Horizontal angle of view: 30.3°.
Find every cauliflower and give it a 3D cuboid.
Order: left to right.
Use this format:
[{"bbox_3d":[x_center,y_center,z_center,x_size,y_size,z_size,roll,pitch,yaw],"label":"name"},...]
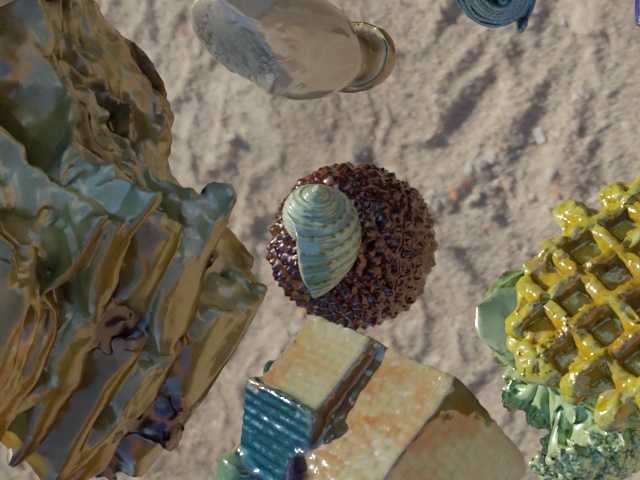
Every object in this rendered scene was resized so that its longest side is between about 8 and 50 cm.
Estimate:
[{"bbox_3d":[0.281,0.114,1.299,0.272,0.250,0.275,-55,29,8],"label":"cauliflower"}]

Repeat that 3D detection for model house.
[{"bbox_3d":[0.033,0.285,1.452,0.312,0.280,0.245,19,156,48],"label":"model house"}]

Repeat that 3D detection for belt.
[{"bbox_3d":[0.274,-0.421,1.870,0.147,0.082,0.163,8,136,-5],"label":"belt"}]

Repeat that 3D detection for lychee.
[{"bbox_3d":[0.047,0.011,1.809,0.264,0.264,0.300,61,151,6],"label":"lychee"}]

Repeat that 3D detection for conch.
[{"bbox_3d":[0.005,-0.003,1.600,0.102,0.135,0.153,-14,120,20],"label":"conch"}]

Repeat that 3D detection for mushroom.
[{"bbox_3d":[-0.023,-0.225,1.349,0.128,0.350,0.128,1,92,27],"label":"mushroom"}]

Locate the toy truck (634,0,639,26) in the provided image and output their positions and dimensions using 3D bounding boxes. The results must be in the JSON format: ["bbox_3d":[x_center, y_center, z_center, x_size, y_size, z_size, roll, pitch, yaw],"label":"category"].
[{"bbox_3d":[0.568,-0.349,1.599,0.268,0.155,0.124,-2,103,9],"label":"toy truck"}]

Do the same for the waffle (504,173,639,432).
[{"bbox_3d":[0.262,0.039,0.886,0.238,0.243,0.059,3,142,24],"label":"waffle"}]

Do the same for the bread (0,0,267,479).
[{"bbox_3d":[-0.185,-0.049,0.653,0.314,0.191,0.370,40,130,23],"label":"bread"}]
